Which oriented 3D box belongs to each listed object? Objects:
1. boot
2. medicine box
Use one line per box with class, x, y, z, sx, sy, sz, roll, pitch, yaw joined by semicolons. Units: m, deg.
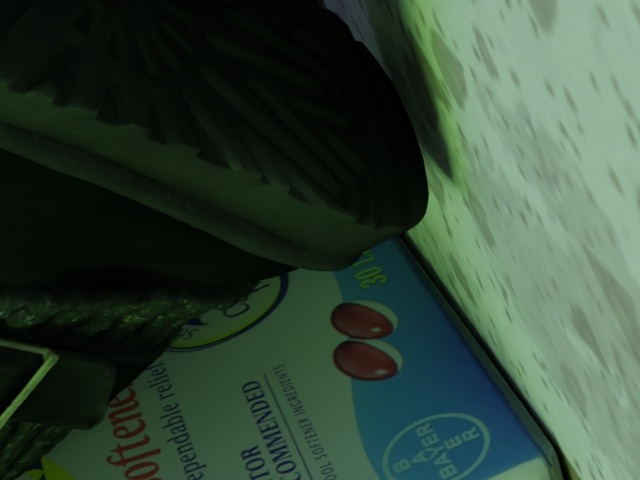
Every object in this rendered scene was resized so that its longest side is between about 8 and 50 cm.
boot;-0.157;-0.020;0.552;0.348;0.260;0.131;31;-141;-42
medicine box;-0.054;0.139;0.744;0.263;0.289;0.149;-121;9;-59
